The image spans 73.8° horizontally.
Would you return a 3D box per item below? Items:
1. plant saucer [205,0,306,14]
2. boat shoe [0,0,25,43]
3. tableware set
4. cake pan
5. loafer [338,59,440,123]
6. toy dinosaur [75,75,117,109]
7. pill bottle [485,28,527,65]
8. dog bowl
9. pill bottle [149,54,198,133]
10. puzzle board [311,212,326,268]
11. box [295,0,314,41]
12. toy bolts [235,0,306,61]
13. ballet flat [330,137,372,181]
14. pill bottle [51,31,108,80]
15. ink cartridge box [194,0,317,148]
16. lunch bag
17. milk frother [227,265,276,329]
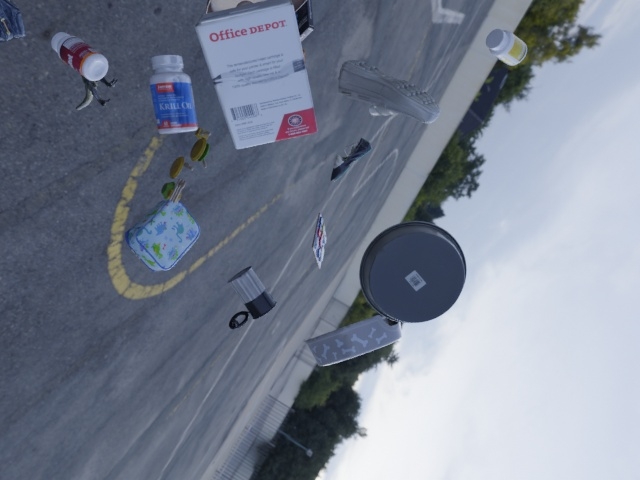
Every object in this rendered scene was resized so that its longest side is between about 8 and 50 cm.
[{"bbox_3d":[-0.158,-0.642,1.102,0.311,0.050,0.310,-23,-178,1],"label":"plant saucer"},{"bbox_3d":[-0.657,-0.483,0.829,0.083,0.065,0.183,-48,143,-45],"label":"boat shoe"},{"bbox_3d":[-0.250,-0.140,0.805,0.024,0.104,0.154,27,90,-41],"label":"tableware set"},{"bbox_3d":[0.252,0.095,1.143,0.293,0.293,0.054,-62,-175,12],"label":"cake pan"},{"bbox_3d":[0.182,-0.394,1.179,0.112,0.319,0.111,-26,144,-43],"label":"loafer"},{"bbox_3d":[-0.752,-0.520,1.421,0.268,0.118,0.064,-54,-174,42],"label":"toy dinosaur"},{"bbox_3d":[0.476,-0.500,1.097,0.116,0.065,0.065,2,124,-42],"label":"pill bottle"},{"bbox_3d":[0.124,0.340,1.483,0.349,0.102,0.349,-18,168,-4],"label":"dog bowl"},{"bbox_3d":[-0.456,-0.447,1.315,0.124,0.124,0.221,-45,131,-67],"label":"pill bottle"},{"bbox_3d":[0.000,0.000,1.197,0.096,0.011,0.128,73,22,-48],"label":"puzzle board"},{"bbox_3d":[-0.070,-0.828,1.583,0.116,0.029,0.162,-17,-105,53],"label":"box"},{"bbox_3d":[-0.158,-0.516,1.088,0.228,0.219,0.158,-88,159,-45],"label":"toy bolts"},{"bbox_3d":[0.100,-0.310,1.605,0.203,0.074,0.074,-40,178,12],"label":"ballet flat"},{"bbox_3d":[-0.720,-0.552,1.272,0.086,0.152,0.086,-52,171,-12],"label":"pill bottle"},{"bbox_3d":[-0.130,-0.363,0.935,0.114,0.197,0.272,-101,179,-50],"label":"ink cartridge box"},{"bbox_3d":[-0.510,-0.015,1.397,0.176,0.090,0.219,58,44,-30],"label":"lunch bag"},{"bbox_3d":[-0.228,0.170,1.238,0.143,0.134,0.129,-37,-170,-25],"label":"milk frother"}]
